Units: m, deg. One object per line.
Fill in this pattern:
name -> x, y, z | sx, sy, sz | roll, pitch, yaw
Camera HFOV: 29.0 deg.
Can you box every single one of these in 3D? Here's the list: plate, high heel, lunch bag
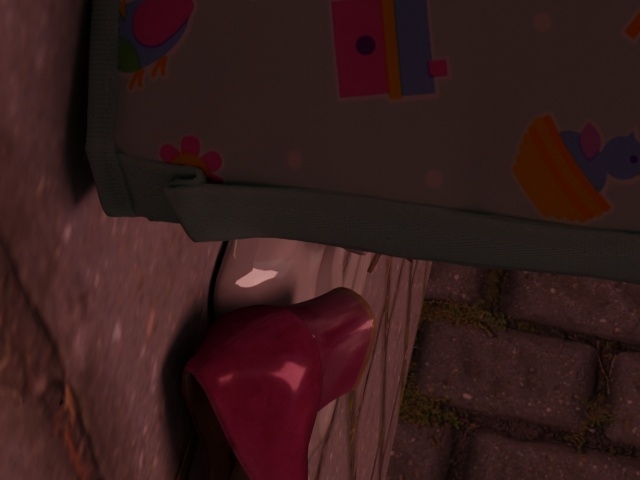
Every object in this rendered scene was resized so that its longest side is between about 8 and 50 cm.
plate -> 0.000, 0.000, 0.763 | 0.278, 0.045, 0.277 | 88, 15, -54
high heel -> -0.044, 0.138, 0.611 | 0.117, 0.082, 0.244 | -18, 136, -49
lunch bag -> 0.059, -0.110, 0.391 | 0.160, 0.223, 0.262 | 61, 39, -66

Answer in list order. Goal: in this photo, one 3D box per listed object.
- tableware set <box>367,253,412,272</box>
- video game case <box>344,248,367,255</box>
tableware set -> 0.074, -0.053, 0.672 | 0.154, 0.024, 0.104 | -65, 175, 26
video game case -> 0.078, -0.111, 0.693 | 0.227, 0.026, 0.206 | -65, 175, 13
